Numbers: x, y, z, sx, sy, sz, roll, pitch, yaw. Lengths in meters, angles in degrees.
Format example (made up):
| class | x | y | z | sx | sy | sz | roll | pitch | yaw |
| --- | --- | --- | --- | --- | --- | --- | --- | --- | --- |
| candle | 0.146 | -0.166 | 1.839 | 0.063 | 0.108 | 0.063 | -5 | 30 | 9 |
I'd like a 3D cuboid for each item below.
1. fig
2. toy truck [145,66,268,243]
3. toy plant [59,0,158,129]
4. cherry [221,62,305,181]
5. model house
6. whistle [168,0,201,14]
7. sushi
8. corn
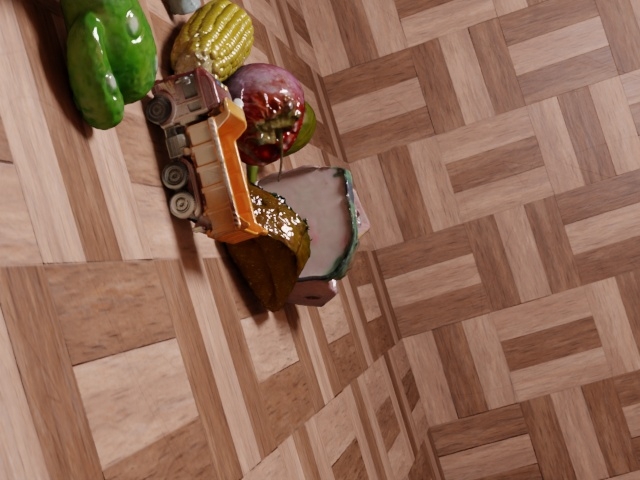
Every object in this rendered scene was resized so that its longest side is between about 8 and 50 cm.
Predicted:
| class | x | y | z | sx | sy | sz | roll | pitch | yaw |
| --- | --- | --- | --- | --- | --- | --- | --- | --- | --- |
| fig | -0.110 | -0.194 | 2.132 | 0.259 | 0.151 | 0.151 | -68 | 152 | -23 |
| toy truck | -0.173 | -0.128 | 1.553 | 0.114 | 0.135 | 0.270 | 26 | 47 | -76 |
| toy plant | -0.286 | -0.311 | 1.276 | 0.224 | 0.184 | 0.316 | -85 | 172 | -53 |
| cherry | -0.121 | -0.250 | 1.935 | 0.249 | 0.175 | 0.192 | -106 | -161 | -61 |
| model house | 0.000 | 0.000 | 2.033 | 0.237 | 0.202 | 0.237 | 45 | 35 | -67 |
| whistle | -0.286 | -0.567 | 1.775 | 0.142 | 0.134 | 0.346 | -99 | 177 | -54 |
| sushi | -0.081 | 0.007 | 1.784 | 0.287 | 0.149 | 0.140 | 60 | 12 | -32 |
| corn | -0.197 | -0.356 | 1.839 | 0.347 | 0.130 | 0.130 | -76 | 147 | -65 |
